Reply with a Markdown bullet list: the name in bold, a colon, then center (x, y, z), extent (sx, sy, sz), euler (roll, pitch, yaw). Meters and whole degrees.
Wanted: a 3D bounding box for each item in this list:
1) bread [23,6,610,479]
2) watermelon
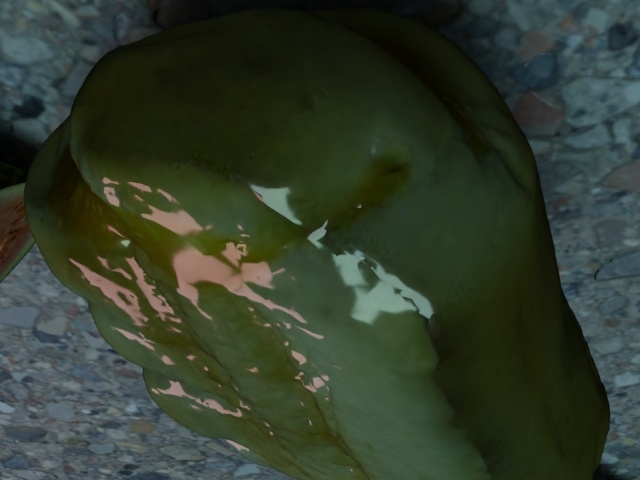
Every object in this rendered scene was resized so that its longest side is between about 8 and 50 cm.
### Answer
- **bread**: center (0.000, 0.000, 0.518), extent (0.300, 0.210, 0.341), euler (2, 139, 37)
- **watermelon**: center (-0.247, -0.019, 0.618), extent (0.069, 0.087, 0.163), euler (41, 135, 3)
